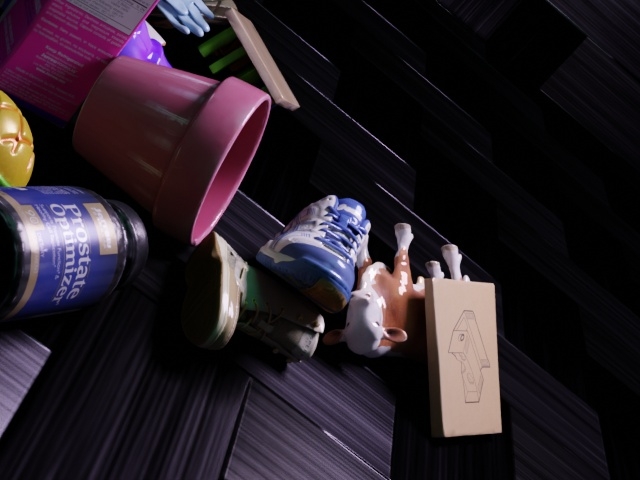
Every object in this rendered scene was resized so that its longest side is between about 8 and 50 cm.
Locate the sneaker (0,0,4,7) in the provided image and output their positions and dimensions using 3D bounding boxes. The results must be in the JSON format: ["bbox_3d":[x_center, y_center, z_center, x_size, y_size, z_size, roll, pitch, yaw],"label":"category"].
[{"bbox_3d":[-0.497,-0.333,1.524,0.226,0.086,0.163,9,29,-41],"label":"sneaker"}]

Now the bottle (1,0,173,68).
[{"bbox_3d":[-0.286,-0.265,1.691,0.283,0.118,0.092,43,39,-39],"label":"bottle"}]

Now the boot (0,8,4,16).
[{"bbox_3d":[-0.407,-0.331,1.725,0.121,0.045,0.099,50,25,16],"label":"boot"}]

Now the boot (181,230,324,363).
[{"bbox_3d":[-0.072,0.086,1.468,0.165,0.077,0.213,36,16,-19],"label":"boot"}]

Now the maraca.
[{"bbox_3d":[-0.333,-0.086,1.323,0.186,0.099,0.127,58,2,-17],"label":"maraca"}]

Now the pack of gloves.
[{"bbox_3d":[-0.282,-0.369,1.967,0.195,0.046,0.232,-20,67,-40],"label":"pack of gloves"}]

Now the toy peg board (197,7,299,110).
[{"bbox_3d":[-0.116,-0.262,2.038,0.161,0.079,0.160,61,7,2],"label":"toy peg board"}]

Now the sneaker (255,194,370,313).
[{"bbox_3d":[0.000,0.000,1.557,0.112,0.131,0.296,39,-1,-10],"label":"sneaker"}]

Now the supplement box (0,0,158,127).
[{"bbox_3d":[-0.292,-0.262,1.546,0.114,0.220,0.111,28,25,-33],"label":"supplement box"}]

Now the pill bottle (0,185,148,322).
[{"bbox_3d":[-0.260,0.010,1.225,0.123,0.123,0.219,49,22,16],"label":"pill bottle"}]

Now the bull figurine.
[{"bbox_3d":[0.110,0.083,1.721,0.310,0.101,0.188,27,58,-50],"label":"bull figurine"}]

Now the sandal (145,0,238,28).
[{"bbox_3d":[-0.236,-0.365,2.040,0.219,0.060,0.090,5,52,-28],"label":"sandal"}]

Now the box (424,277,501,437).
[{"bbox_3d":[0.186,0.152,1.705,0.164,0.021,0.201,8,78,-56],"label":"box"}]

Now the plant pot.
[{"bbox_3d":[-0.181,-0.121,1.540,0.180,0.201,0.201,28,21,4],"label":"plant pot"}]
